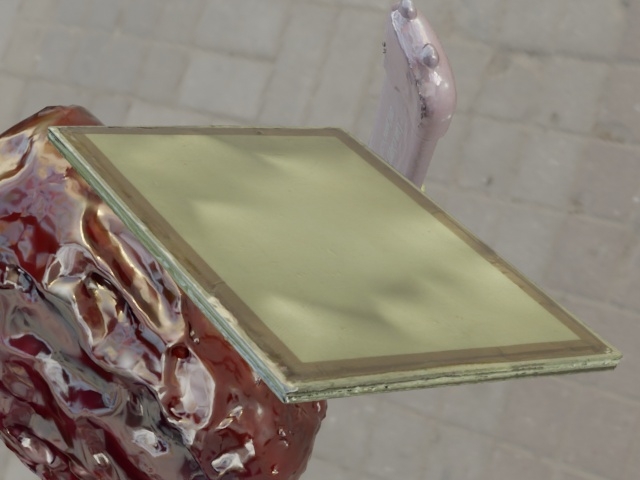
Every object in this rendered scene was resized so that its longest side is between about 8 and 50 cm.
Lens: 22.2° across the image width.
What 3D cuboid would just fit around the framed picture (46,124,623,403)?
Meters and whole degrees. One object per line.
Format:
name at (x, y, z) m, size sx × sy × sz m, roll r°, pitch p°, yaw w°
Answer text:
framed picture at (0.000, 0.000, 0.723) m, size 0.231 × 0.173 × 0.010 m, roll 44°, pitch 127°, yaw 47°

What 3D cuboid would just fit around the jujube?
jujube at (-0.164, 0.062, 1.253) m, size 0.258 × 0.376 × 0.258 m, roll -50°, pitch 6°, yaw 8°

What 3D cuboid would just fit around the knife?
knife at (0.067, -0.071, 1.284) m, size 0.038 × 0.398 × 0.132 m, roll -23°, pitch 74°, yaw -9°
